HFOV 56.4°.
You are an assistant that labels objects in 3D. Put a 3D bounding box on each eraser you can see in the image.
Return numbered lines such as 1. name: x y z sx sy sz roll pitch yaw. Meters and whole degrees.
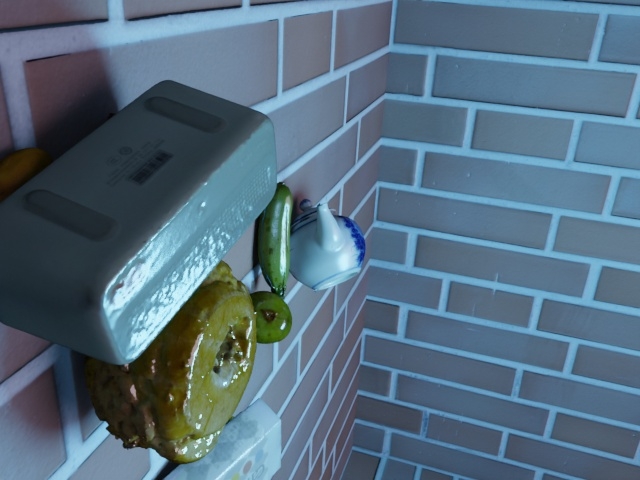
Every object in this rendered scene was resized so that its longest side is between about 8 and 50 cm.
1. eraser: -0.239 0.571 1.408 0.397 0.082 0.213 -32 131 -50

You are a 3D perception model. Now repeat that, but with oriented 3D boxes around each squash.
1. squash: -0.125 0.010 1.604 0.094 0.094 0.341 -37 131 -68

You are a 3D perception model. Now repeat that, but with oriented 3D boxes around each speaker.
1. speaker: -0.225 -0.040 0.789 0.406 0.184 0.183 -55 156 -40

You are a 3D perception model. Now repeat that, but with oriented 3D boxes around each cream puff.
1. cream puff: -0.254 0.186 1.003 0.327 0.231 0.343 -48 145 -64

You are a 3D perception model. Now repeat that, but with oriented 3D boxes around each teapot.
1. teapot: 0.000 0.000 1.830 0.424 0.252 0.280 113 -45 -72

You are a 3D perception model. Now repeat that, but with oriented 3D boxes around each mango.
1. mango: -0.370 -0.071 0.745 0.114 0.060 0.080 -63 157 -50

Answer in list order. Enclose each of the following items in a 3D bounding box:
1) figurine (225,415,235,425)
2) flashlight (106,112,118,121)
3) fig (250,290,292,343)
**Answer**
1. figurine: -0.208 0.581 1.638 0.156 0.131 0.246 -21 129 -31
2. flashlight: -0.302 -0.080 0.944 0.093 0.093 0.232 -30 131 -70
3. fig: -0.162 0.208 1.590 0.142 0.186 0.148 7 66 -33
